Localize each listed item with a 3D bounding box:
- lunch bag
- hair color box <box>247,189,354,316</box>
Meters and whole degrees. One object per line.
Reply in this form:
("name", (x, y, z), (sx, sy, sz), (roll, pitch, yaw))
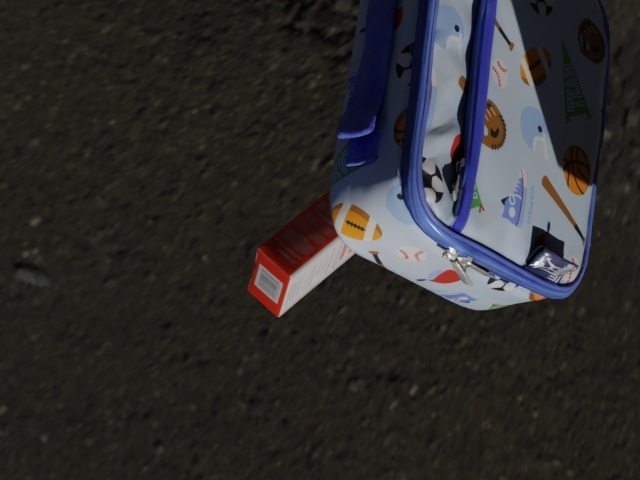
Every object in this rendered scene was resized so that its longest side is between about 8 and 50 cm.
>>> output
("lunch bag", (0.117, -0.100, 1.183), (0.115, 0.243, 0.303), (-10, 63, 40))
("hair color box", (0.000, 0.000, 1.390), (0.043, 0.141, 0.072), (41, 147, 16))
